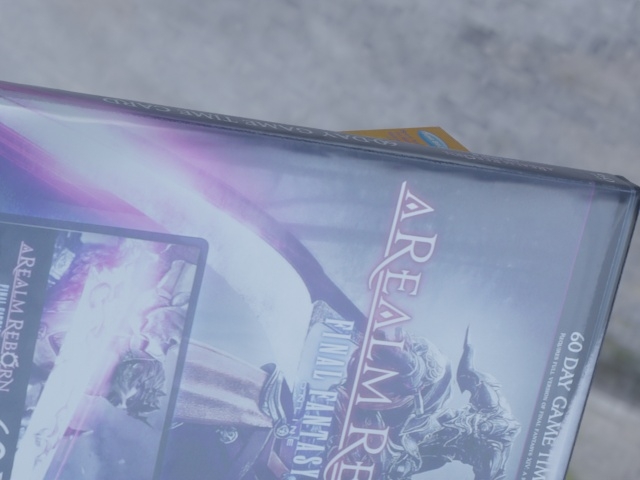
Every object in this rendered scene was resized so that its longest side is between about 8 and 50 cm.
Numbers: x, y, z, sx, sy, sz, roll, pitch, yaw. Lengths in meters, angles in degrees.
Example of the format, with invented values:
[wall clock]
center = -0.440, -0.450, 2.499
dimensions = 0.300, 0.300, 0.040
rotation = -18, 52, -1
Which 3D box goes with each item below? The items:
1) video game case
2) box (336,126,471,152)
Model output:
[video game case]
center = -0.040, 0.054, 0.621
dimensions = 0.274, 0.196, 0.026
rotation = 8, -164, -19
[box]
center = 0.000, 0.000, 0.695
dimensions = 0.136, 0.081, 0.028
rotation = -6, -146, -36
